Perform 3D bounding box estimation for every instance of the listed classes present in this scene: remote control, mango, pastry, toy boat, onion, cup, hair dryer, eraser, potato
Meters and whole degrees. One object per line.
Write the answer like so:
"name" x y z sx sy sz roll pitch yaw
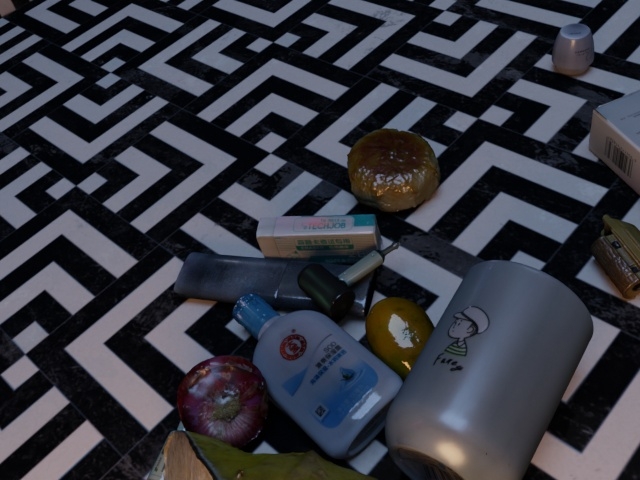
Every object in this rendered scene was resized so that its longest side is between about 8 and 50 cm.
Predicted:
"remote control" -0.086 0.079 1.290 0.377 0.044 0.107 4 54 17
"mango" 0.136 0.166 1.125 0.111 0.089 0.163 -19 57 1
"pastry" 0.147 -0.147 1.406 0.182 0.093 0.193 -9 46 3
"toy boat" 0.525 0.052 1.149 0.088 0.068 0.226 -21 49 1
"onion" -0.155 0.252 1.118 0.150 0.150 0.140 -22 5 -6
"cup" 0.235 0.204 0.985 0.205 0.205 0.312 20 56 29
"hair dryer" 0.063 0.050 1.221 0.197 0.057 0.100 -31 51 -22
"eraser" 0.000 0.000 1.306 0.225 0.096 0.052 -1 52 13
"potato" -0.023 0.401 0.897 0.295 0.290 0.397 1 0 -23

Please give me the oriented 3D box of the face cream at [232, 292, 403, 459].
"face cream" -0.025 0.197 1.138 0.163 0.080 0.336 -43 53 -12

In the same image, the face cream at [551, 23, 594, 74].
"face cream" 0.568 -0.429 1.555 0.091 0.095 0.091 -7 46 7

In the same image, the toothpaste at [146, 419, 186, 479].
"toothpaste" -0.249 0.381 1.060 0.067 0.037 0.255 9 54 16

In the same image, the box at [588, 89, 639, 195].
"box" 0.671 -0.162 1.279 0.200 0.106 0.299 -22 48 -6
